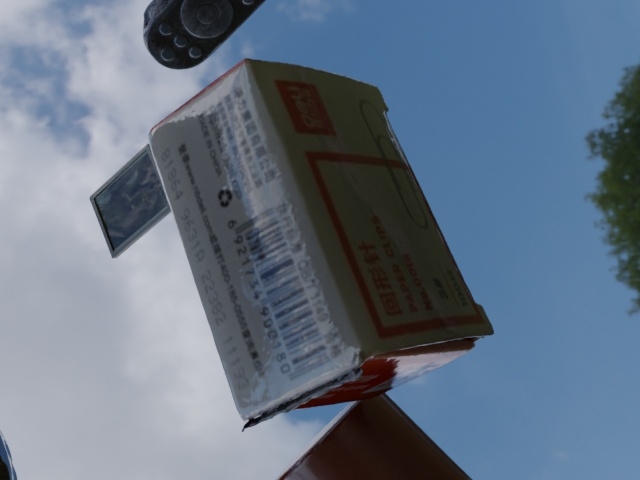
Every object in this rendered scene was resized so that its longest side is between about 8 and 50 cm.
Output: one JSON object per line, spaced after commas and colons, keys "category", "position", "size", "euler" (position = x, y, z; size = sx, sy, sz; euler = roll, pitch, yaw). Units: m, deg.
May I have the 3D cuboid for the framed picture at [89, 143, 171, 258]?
{"category": "framed picture", "position": [-0.165, -0.034, 0.878], "size": [0.006, 0.089, 0.066], "euler": [2, -121, -53]}

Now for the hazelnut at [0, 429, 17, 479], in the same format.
{"category": "hazelnut", "position": [-0.487, 0.266, 0.936], "size": [0.420, 0.353, 0.421], "euler": [14, -140, -12]}

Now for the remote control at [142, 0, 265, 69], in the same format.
{"category": "remote control", "position": [-0.090, -0.293, 1.083], "size": [0.090, 0.266, 0.066], "euler": [32, -153, -40]}

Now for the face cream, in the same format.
{"category": "face cream", "position": [0.077, 0.199, 0.641], "size": [0.214, 0.096, 0.096], "euler": [45, -130, 6]}

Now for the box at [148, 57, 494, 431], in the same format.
{"category": "box", "position": [0.000, 0.000, 0.567], "size": [0.133, 0.099, 0.182], "euler": [4, -119, -54]}
